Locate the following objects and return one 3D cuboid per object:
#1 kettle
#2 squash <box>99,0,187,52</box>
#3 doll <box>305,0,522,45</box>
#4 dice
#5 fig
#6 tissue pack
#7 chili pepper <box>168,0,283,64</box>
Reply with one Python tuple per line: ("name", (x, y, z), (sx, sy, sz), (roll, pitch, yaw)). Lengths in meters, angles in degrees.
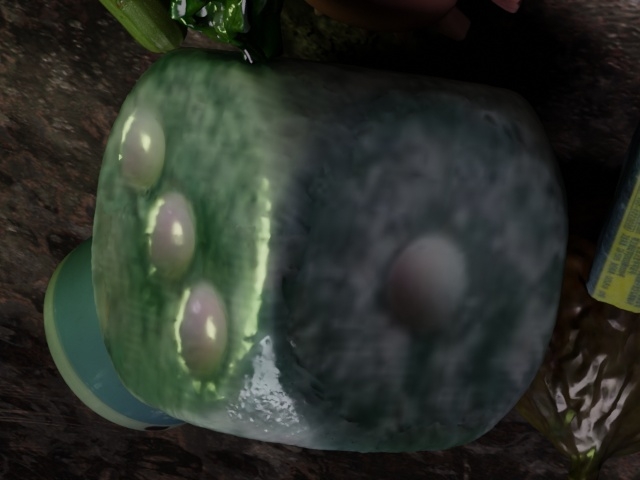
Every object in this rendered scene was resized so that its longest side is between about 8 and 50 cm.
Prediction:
("kettle", (-0.098, 0.051, 2.144), (0.319, 0.247, 0.342), (4, 156, -37))
("squash", (-0.206, -0.266, 1.808), (0.066, 0.066, 0.229), (-3, 142, 37))
("doll", (0.051, -0.246, 1.641), (0.262, 0.093, 0.211), (11, 146, 20))
("dice", (0.000, 0.000, 1.729), (0.330, 0.328, 0.348), (4, -173, -34))
("fig", (0.287, 0.143, 1.870), (0.286, 0.368, 0.286), (8, 146, 5))
("tissue pack", (0.312, -0.072, 1.658), (0.081, 0.185, 0.257), (20, 151, 7))
("chili pepper", (-0.062, -0.299, 1.468), (0.167, 0.213, 0.385), (31, 132, 16))
